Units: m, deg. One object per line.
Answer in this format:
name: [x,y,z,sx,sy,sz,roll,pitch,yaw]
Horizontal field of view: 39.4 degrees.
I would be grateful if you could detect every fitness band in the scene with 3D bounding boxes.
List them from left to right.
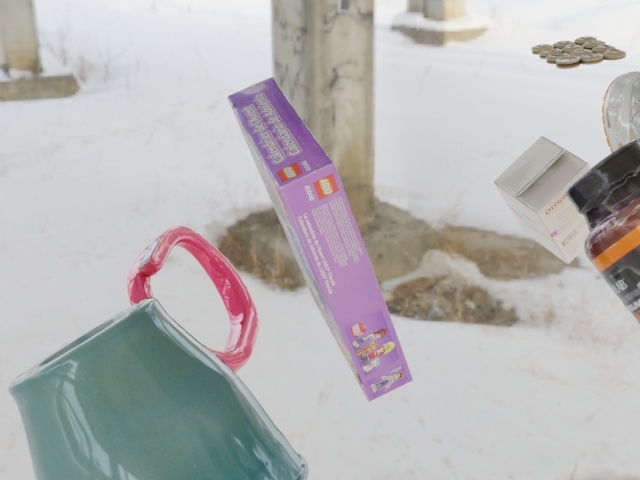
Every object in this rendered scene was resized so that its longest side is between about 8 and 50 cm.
fitness band: [-0.176,0.087,1.272,0.054,0.209,0.291,-37,13,15]

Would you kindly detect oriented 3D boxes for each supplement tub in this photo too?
supplement tub: [0.273,0.020,0.674,0.106,0.106,0.198,-22,71,-45]

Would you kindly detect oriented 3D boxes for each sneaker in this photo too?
sneaker: [0.377,-0.059,0.949,0.099,0.262,0.121,-8,1,-33]

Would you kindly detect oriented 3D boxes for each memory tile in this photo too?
memory tile: [0.404,-0.298,1.408,0.113,0.012,0.148,-11,24,-3]

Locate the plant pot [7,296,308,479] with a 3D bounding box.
plant pot: [-0.192,0.211,0.969,0.271,0.255,0.271,-30,6,3]

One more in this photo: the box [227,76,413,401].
box: [0.000,0.000,0.925,0.057,0.293,0.201,-25,37,-5]

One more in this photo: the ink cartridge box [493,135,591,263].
ink cartridge box: [0.301,-0.058,1.157,0.092,0.143,0.090,-44,43,-1]
